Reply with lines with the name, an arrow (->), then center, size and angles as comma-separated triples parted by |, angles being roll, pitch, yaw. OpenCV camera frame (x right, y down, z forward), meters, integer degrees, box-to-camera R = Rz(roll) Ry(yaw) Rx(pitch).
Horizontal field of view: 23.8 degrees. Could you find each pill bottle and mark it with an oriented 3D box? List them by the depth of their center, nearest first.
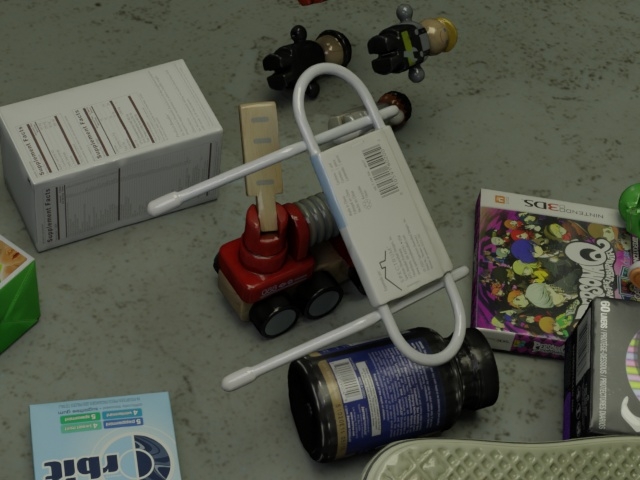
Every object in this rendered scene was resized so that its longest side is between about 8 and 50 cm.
pill bottle -> 0.083, 0.166, 1.702 | 0.219, 0.123, 0.123 | -12, 53, -16

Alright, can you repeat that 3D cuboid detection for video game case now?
video game case -> 0.294, 0.045, 1.881 | 0.210, 0.042, 0.232 | 9, 50, -1

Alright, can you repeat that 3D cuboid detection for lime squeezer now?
lime squeezer -> 0.430, -0.023, 1.880 | 0.109, 0.059, 0.310 | 9, 28, -6

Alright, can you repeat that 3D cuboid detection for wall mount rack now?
wall mount rack -> 0.000, 0.000, 1.638 | 0.304, 0.130, 0.350 | -24, 90, -37

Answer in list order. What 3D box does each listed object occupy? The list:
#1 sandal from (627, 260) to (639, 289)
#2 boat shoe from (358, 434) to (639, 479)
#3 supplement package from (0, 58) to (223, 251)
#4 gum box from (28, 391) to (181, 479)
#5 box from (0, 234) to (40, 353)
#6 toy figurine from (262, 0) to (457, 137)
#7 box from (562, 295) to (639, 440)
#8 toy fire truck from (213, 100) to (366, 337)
sandal -> 0.488, 0.103, 1.826 | 0.265, 0.102, 0.076 | 19, 68, 2
boat shoe -> 0.261, 0.300, 1.587 | 0.500, 0.156, 0.187 | 8, 70, -15
supplement package -> -0.260, -0.107, 1.878 | 0.244, 0.139, 0.134 | -17, 56, -21
gum box -> -0.231, 0.256, 1.641 | 0.157, 0.041, 0.184 | -4, 52, -11
box -> -0.490, 0.075, 1.708 | 0.231, 0.127, 0.262 | 34, 55, 18
toy figurine -> 0.053, -0.250, 1.996 | 0.209, 0.213, 0.148 | 41, 41, 21
box -> 0.418, 0.175, 1.702 | 0.270, 0.143, 0.165 | 6, 65, -2
toy fire truck -> -0.019, -0.041, 1.782 | 0.217, 0.246, 0.158 | -22, 56, -23
